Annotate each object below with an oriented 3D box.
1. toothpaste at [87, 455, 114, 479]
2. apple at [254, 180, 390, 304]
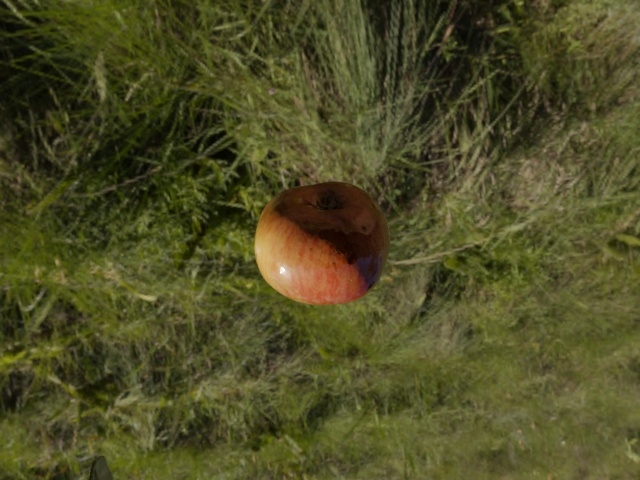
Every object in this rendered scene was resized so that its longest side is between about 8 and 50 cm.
[{"bbox_3d":[-0.164,0.312,0.533,0.037,0.255,0.067,-11,-173,-8],"label":"toothpaste"},{"bbox_3d":[0.000,0.000,0.948,0.209,0.164,0.209,1,-139,-1],"label":"apple"}]
